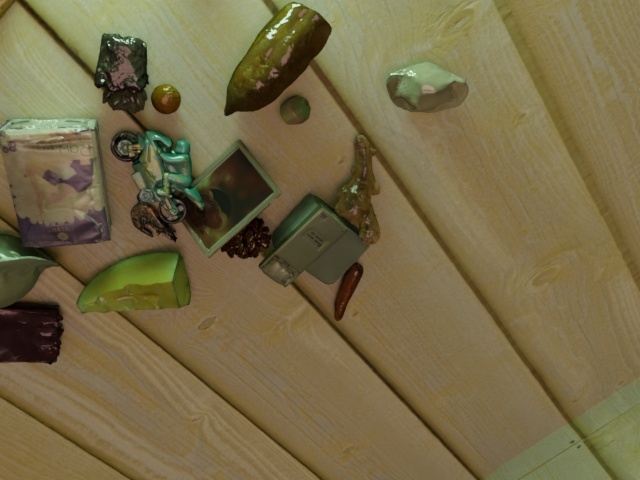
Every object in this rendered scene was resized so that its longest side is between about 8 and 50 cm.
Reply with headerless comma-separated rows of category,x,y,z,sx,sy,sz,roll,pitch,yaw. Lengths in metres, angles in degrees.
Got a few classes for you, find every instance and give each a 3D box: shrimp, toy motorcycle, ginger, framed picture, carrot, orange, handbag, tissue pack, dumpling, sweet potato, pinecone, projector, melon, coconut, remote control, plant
shrimp,-0.501,-0.046,1.756,0.091,0.034,0.161,-35,114,21
toy motorcycle,-0.438,-0.196,1.646,0.198,0.109,0.296,-27,108,2
ginger,0.122,-0.152,1.787,0.148,0.081,0.333,4,97,-3
framed picture,-0.278,-0.120,1.693,0.289,0.020,0.211,-40,77,9
carrot,0.088,0.181,1.998,0.059,0.059,0.247,11,118,-18
orange,-0.413,-0.379,1.566,0.085,0.085,0.085,-5,119,-10
handbag,-0.914,0.284,1.814,0.216,0.074,0.203,4,117,-17
tissue pack,-0.712,-0.158,1.589,0.242,0.125,0.343,-3,116,-11
dumpling,-0.948,0.082,1.631,0.321,0.212,0.270,-42,156,-5
sweet potato,-0.134,-0.458,1.546,0.158,0.158,0.369,35,105,-26
pinecone,-0.227,-0.017,1.762,0.174,0.173,0.173,-5,119,-10
projector,0.000,0.000,1.850,0.250,0.108,0.198,36,105,-28
melon,-0.572,0.145,1.789,0.324,0.124,0.196,-7,118,-3
coconut,-0.066,-0.369,1.651,0.081,0.082,0.083,-26,117,41
remote control,-0.056,0.021,1.767,0.123,0.038,0.285,38,107,-26
plant,-0.506,-0.421,1.491,0.129,0.132,0.194,4,112,-12
dumpling,0.298,-0.427,1.690,0.216,0.126,0.166,-15,147,-15

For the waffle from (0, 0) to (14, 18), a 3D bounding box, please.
waffle,-0.868,-0.592,1.358,0.248,0.055,0.221,38,104,-27
